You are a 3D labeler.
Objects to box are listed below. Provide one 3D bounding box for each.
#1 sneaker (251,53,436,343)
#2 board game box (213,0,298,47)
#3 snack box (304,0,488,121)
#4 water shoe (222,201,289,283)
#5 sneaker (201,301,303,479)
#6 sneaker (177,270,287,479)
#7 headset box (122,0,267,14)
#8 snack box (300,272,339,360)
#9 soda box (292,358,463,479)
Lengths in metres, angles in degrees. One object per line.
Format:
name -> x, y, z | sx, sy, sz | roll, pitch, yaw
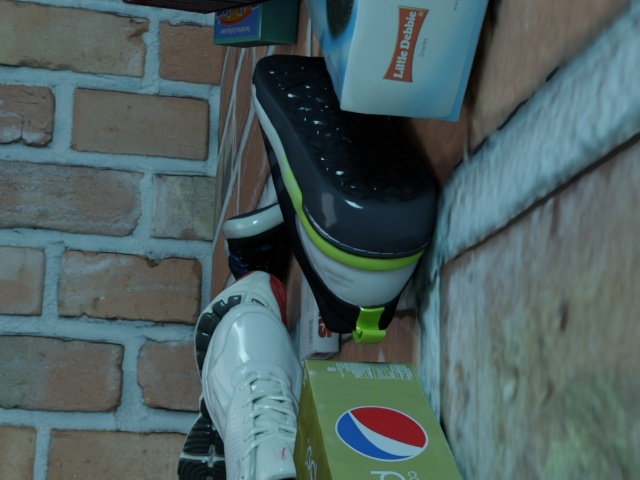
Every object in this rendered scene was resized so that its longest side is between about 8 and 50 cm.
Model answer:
sneaker -> 0.002, -0.031, 0.527 | 0.235, 0.084, 0.097 | -101, 16, -56
board game box -> -0.070, -0.328, 1.056 | 0.160, 0.047, 0.210 | 19, 106, 63
snack box -> 0.031, -0.211, 0.486 | 0.322, 0.060, 0.187 | -103, 20, -59
water shoe -> -0.057, 0.016, 0.960 | 0.203, 0.072, 0.080 | 124, 127, -79
sneaker -> -0.037, 0.158, 0.729 | 0.115, 0.090, 0.232 | 140, 124, -68
sneaker -> -0.070, 0.161, 0.927 | 0.118, 0.107, 0.279 | -61, -17, -68
headset box -> -0.120, -0.361, 0.976 | 0.293, 0.110, 0.218 | 15, 102, 60
snack box -> 0.000, 0.000, 0.707 | 0.064, 0.022, 0.178 | 125, 147, -74
soda box -> 0.028, 0.122, 0.392 | 0.181, 0.058, 0.061 | -107, 23, -66
